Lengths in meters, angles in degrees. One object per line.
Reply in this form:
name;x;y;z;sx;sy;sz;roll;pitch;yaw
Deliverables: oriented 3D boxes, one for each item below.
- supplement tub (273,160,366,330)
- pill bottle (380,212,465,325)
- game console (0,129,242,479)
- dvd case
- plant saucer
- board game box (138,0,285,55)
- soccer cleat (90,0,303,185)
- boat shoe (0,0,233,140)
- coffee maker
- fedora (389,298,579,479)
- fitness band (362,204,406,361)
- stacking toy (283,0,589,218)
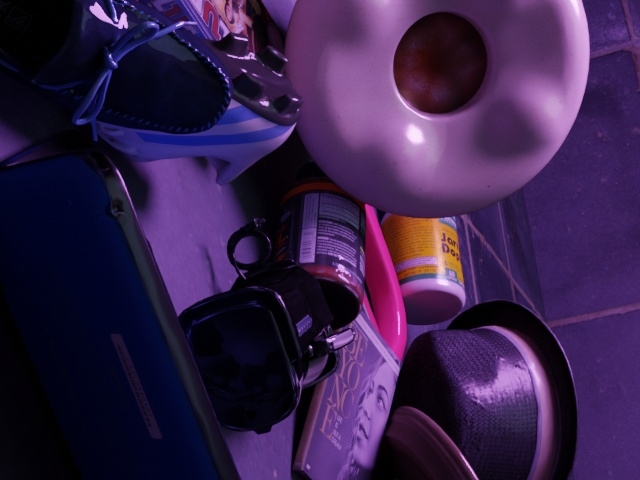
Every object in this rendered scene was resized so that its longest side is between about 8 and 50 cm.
supplement tub;0.000;0.000;1.207;0.106;0.106;0.198;57;27;-42
pill bottle;0.151;0.012;1.586;0.117;0.117;0.208;50;31;-50
game console;-0.121;0.061;0.757;0.173;0.250;0.293;-32;108;-42
dvd case;0.036;0.198;1.221;0.164;0.018;0.221;54;42;-45
plant saucer;0.146;0.334;1.270;0.278;0.041;0.278;56;-20;32
board game box;-0.108;-0.227;1.055;0.243;0.042;0.165;55;28;-45
soccer cleat;-0.163;-0.130;0.857;0.331;0.143;0.116;22;36;-38
boat shoe;-0.176;-0.129;0.701;0.109;0.258;0.089;-69;-156;9
coffee maker;-0.064;0.077;0.967;0.171;0.120;0.178;50;10;4
fedora;0.195;0.237;1.429;0.152;0.334;0.334;12;61;-34
fitness band;0.049;0.043;1.396;0.209;0.054;0.291;-61;134;-66
stacking toy;0.094;-0.245;1.341;0.480;0.350;0.351;-127;-165;-71
